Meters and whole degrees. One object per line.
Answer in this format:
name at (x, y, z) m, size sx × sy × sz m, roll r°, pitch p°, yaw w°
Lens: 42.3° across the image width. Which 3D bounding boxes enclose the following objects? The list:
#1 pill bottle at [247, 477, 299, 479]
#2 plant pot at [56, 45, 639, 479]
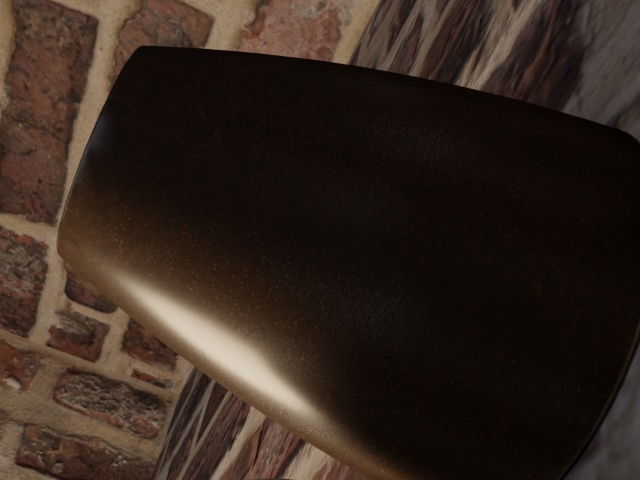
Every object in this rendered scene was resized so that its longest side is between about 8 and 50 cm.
pill bottle at (0.008, 0.155, 0.219) m, size 0.283 × 0.161 × 0.161 m, roll 152°, pitch 139°, yaw -77°
plant pot at (0.000, 0.000, 0.412) m, size 0.215 × 0.230 × 0.215 m, roll -158°, pitch 90°, yaw -81°
